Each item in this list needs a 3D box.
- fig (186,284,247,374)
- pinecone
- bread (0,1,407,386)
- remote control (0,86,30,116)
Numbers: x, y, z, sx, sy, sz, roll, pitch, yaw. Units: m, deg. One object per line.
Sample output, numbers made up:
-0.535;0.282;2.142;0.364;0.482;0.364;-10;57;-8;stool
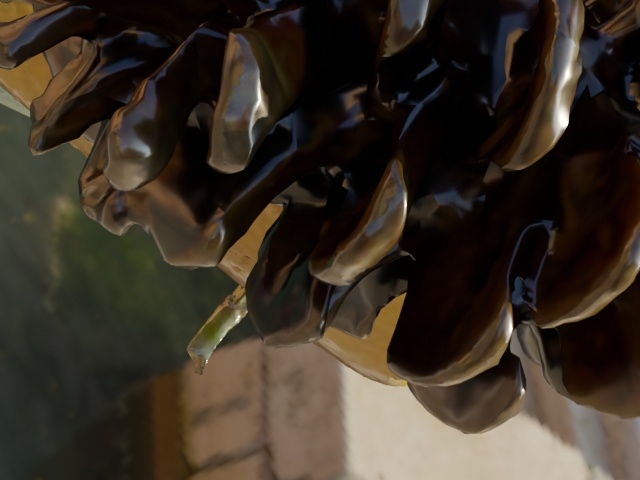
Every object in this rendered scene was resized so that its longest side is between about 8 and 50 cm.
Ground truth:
0.000;0.000;1.271;0.257;0.159;0.159;-44;104;-29;fig
0.037;-0.067;0.642;0.309;0.244;0.244;18;49;-37;pinecone
-0.049;-0.098;0.981;0.375;0.165;0.236;40;12;10;bread
-0.217;-0.129;1.529;0.233;0.098;0.038;26;58;-19;remote control
